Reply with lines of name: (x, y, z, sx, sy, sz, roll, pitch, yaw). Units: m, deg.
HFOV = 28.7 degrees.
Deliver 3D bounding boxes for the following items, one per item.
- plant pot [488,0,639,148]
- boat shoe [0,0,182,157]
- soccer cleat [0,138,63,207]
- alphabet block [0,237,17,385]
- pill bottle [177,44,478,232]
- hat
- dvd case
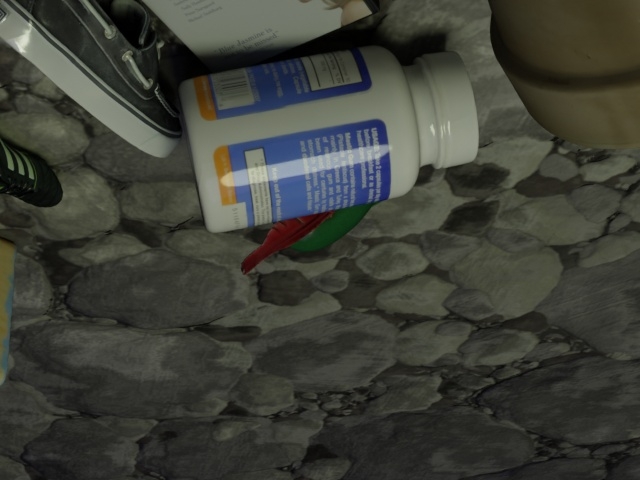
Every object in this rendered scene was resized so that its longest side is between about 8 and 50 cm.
plant pot: (0.219, -0.275, 0.893, 0.323, 0.323, 0.280, -25, 126, 27)
boat shoe: (-0.191, -0.172, 1.143, 0.102, 0.108, 0.301, -45, 150, 2)
soccer cleat: (-0.332, -0.071, 1.299, 0.060, 0.072, 0.179, -18, 145, 19)
alphabet block: (-0.482, 0.084, 1.409, 0.192, 0.193, 0.197, -31, 139, 32)
pill bottle: (0.008, -0.104, 1.210, 0.272, 0.152, 0.152, -11, 147, -6)
hat: (0.000, 0.000, 1.346, 0.208, 0.184, 0.173, 2, 148, -13)
dvd case: (-0.081, -0.249, 1.108, 0.180, 0.022, 0.253, -20, 144, 22)
